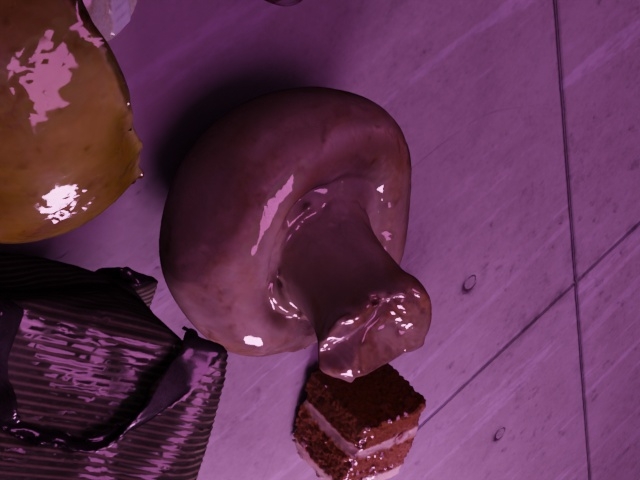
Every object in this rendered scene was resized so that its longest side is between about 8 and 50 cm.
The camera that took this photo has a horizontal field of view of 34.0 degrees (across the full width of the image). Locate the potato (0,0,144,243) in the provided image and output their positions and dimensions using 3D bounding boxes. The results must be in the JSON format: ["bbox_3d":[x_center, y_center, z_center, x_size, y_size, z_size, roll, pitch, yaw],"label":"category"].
[{"bbox_3d":[-0.280,-0.098,0.711,0.212,0.280,0.330,-40,142,-20],"label":"potato"}]

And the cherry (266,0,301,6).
[{"bbox_3d":[-0.014,-0.300,0.968,0.188,0.115,0.148,-37,120,-29],"label":"cherry"}]

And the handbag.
[{"bbox_3d":[-0.256,0.142,0.940,0.340,0.247,0.240,15,105,-40],"label":"handbag"}]

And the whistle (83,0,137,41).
[{"bbox_3d":[-0.206,-0.236,0.805,0.123,0.123,0.223,-29,145,-28],"label":"whistle"}]

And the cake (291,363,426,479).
[{"bbox_3d":[0.048,0.253,1.442,0.135,0.134,0.147,-12,135,-40],"label":"cake"}]

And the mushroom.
[{"bbox_3d":[0.000,0.000,1.061,0.297,0.290,0.298,-27,136,-30],"label":"mushroom"}]
